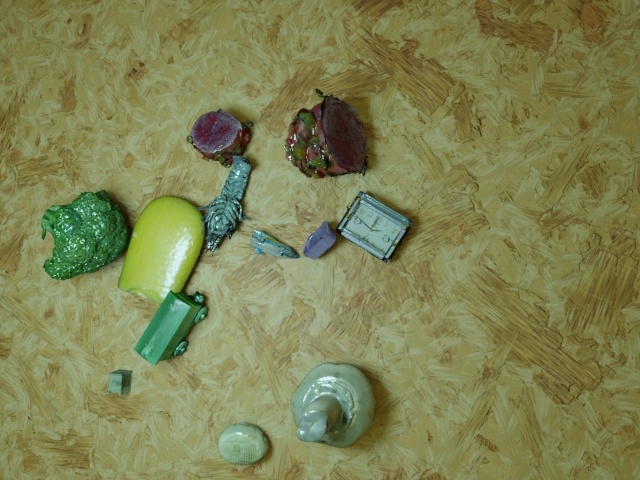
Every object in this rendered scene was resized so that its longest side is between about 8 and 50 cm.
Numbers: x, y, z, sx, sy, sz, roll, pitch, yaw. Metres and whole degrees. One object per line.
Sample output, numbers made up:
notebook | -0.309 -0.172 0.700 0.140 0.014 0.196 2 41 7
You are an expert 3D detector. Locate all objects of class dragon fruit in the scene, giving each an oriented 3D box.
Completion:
dragon fruit | 0.002 -0.372 1.653 0.263 0.296 0.313 -12 85 42
dragon fruit | -0.390 -0.410 1.768 0.283 0.147 0.210 -12 73 4

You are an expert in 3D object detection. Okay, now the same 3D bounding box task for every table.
table | -0.810 0.571 1.753 0.063 0.079 0.083 3 86 8

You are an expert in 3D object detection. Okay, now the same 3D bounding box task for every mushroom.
mushroom | 0.032 0.584 1.496 0.315 0.336 0.313 0 90 16

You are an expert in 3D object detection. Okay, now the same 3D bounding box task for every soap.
soap | -0.637 0.029 1.764 0.306 0.115 0.426 20 87 16

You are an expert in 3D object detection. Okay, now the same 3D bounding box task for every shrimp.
shrimp | -0.370 -0.132 1.726 0.222 0.166 0.410 20 73 -9

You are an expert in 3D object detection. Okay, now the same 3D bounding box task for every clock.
clock | 0.000 0.000 1.671 0.050 0.110 0.153 35 125 -20
clock | 0.202 -0.052 1.658 0.253 0.083 0.186 33 90 10

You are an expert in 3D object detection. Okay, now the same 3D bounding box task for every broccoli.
broccoli | -0.913 -0.031 1.694 0.321 0.310 0.413 -6 52 37

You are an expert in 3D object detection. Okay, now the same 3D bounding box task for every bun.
bun | -0.290 0.764 1.645 0.189 0.111 0.163 -5 101 5

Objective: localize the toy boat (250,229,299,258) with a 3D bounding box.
toy boat | -0.184 0.030 1.724 0.211 0.066 0.084 21 121 1

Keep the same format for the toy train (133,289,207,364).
toy train | -0.563 0.331 1.679 0.120 0.202 0.300 32 90 15
